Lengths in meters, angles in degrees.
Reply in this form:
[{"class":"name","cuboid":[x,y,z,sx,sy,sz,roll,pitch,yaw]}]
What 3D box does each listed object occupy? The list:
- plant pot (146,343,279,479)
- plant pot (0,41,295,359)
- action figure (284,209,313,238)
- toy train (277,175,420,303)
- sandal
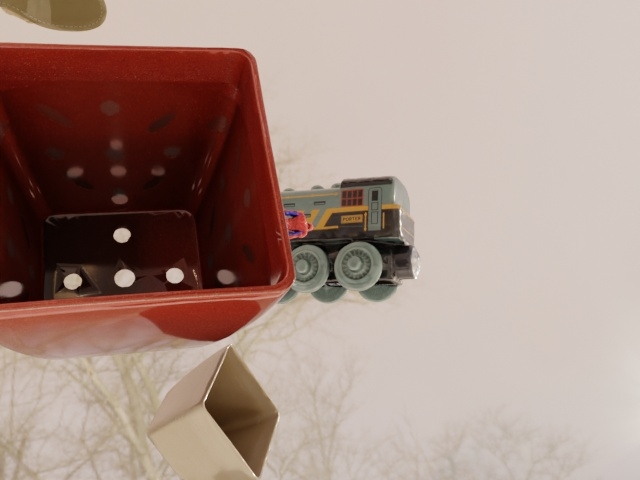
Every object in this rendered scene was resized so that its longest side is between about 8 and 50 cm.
[{"class":"plant pot","cuboid":[-0.121,0.198,0.787,0.096,0.109,0.109,-25,-70,20]},{"class":"plant pot","cuboid":[-0.194,-0.013,0.720,0.267,0.267,0.236,-3,-28,-16]},{"class":"action figure","cuboid":[-0.051,-0.021,0.881,0.115,0.038,0.030,6,-22,-44]},{"class":"toy train","cuboid":[0.000,0.000,1.171,0.333,0.190,0.142,-3,-16,24]},{"class":"sandal","cuboid":[-0.414,-0.345,0.985,0.240,0.079,0.088,5,-70,-19]}]
